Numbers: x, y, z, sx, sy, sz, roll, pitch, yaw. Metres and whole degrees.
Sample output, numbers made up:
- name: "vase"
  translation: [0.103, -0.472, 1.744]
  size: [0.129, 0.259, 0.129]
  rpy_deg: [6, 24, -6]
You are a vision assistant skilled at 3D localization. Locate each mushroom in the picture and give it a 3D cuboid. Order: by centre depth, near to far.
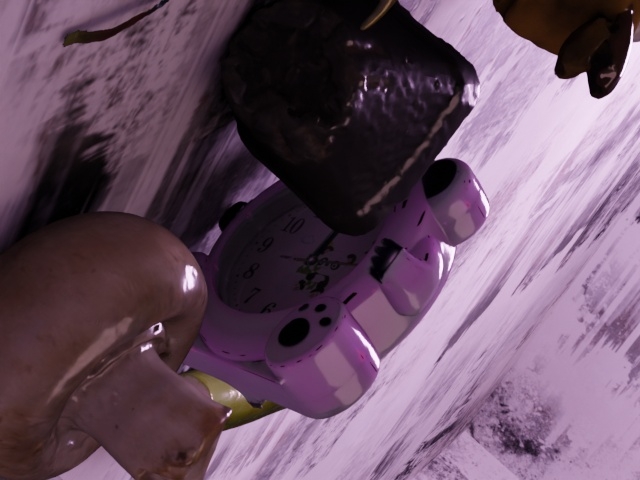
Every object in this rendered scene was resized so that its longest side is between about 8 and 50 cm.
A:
- name: "mushroom"
  translation: [-0.146, 0.089, 1.176]
  size: [0.204, 0.204, 0.204]
  rpy_deg: [-45, 166, -14]

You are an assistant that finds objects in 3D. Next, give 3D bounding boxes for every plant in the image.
- name: "plant"
  translation: [0.021, -0.100, 1.307]
  size: [0.164, 0.142, 0.256]
  rpy_deg: [-52, 163, 9]

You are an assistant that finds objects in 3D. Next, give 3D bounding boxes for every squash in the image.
- name: "squash"
  translation: [-0.082, 0.150, 1.820]
  size: [0.083, 0.083, 0.250]
  rpy_deg: [-54, 162, 21]

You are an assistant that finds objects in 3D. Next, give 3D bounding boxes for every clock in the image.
- name: "clock"
  translation: [0.002, 0.020, 1.437]
  size: [0.248, 0.227, 0.090]
  rpy_deg: [-48, 129, -21]

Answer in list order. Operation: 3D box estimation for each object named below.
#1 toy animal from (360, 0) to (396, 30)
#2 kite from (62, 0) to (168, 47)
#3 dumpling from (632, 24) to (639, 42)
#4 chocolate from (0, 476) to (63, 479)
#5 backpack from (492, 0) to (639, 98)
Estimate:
- name: "toy animal"
  translation: [0.044, -0.218, 1.123]
  size: [0.155, 0.095, 0.219]
  rpy_deg: [-53, -161, -1]
- name: "kite"
  translation: [-0.044, -0.197, 1.098]
  size: [0.310, 0.015, 0.169]
  rpy_deg: [-39, 164, -39]
- name: "dumpling"
  translation: [0.327, -0.283, 1.677]
  size: [0.252, 0.179, 0.131]
  rpy_deg: [-47, 171, -14]
- name: "chocolate"
  translation: [-0.257, 0.242, 1.366]
  size: [0.221, 0.221, 0.147]
  rpy_deg: [114, -4, -51]
- name: "backpack"
  translation: [0.240, -0.304, 1.307]
  size: [0.353, 0.201, 0.378]
  rpy_deg: [-50, 170, -15]
